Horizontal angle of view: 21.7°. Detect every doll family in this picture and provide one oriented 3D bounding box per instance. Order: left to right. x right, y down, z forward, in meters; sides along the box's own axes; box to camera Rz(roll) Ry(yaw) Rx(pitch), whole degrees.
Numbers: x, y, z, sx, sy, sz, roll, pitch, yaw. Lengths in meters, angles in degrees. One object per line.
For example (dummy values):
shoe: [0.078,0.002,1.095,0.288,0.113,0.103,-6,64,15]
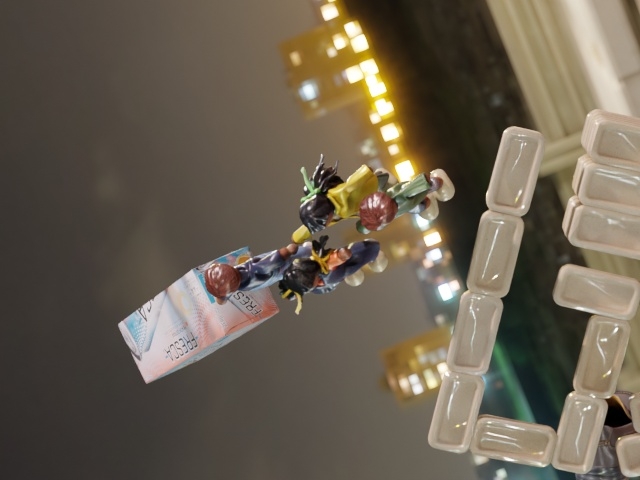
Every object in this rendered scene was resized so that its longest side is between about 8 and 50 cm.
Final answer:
doll family: [0.000,0.000,1.158,0.076,0.193,0.111,48,-150,13]

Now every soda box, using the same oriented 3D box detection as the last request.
soda box: [-0.106,0.065,1.409,0.183,0.058,0.063,-34,81,58]

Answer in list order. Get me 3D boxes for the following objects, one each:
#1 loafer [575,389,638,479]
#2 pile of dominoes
loafer: [0.277,0.172,1.568,0.170,0.062,0.061,-50,-40,-67]
pile of dominoes: [0.194,0.040,1.153,0.040,0.196,0.251,-91,14,-74]
